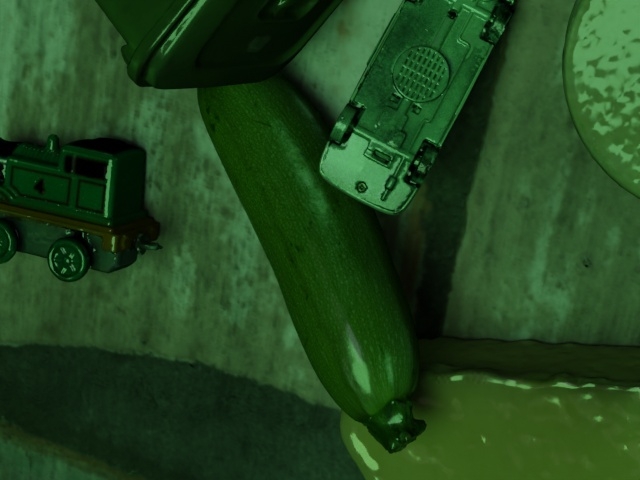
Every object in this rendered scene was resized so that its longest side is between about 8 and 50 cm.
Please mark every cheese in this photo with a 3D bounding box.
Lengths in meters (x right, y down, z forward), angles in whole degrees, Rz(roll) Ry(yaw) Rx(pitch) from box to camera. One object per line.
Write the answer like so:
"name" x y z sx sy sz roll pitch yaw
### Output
"cheese" 0.215 0.263 1.739 0.384 0.104 0.384 9 113 22

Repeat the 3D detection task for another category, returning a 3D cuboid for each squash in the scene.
"squash" 0.000 0.000 1.698 0.107 0.107 0.395 -35 69 31

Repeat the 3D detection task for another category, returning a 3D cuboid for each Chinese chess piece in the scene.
"Chinese chess piece" 0.316 -0.139 1.542 0.250 0.101 0.250 9 112 22

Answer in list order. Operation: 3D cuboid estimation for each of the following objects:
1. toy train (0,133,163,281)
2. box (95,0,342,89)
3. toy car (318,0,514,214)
"toy train" -0.249 -0.039 1.857 0.227 0.091 0.136 15 104 21
"box" -0.049 -0.288 1.567 0.178 0.253 0.329 46 112 13
"toy car" 0.083 -0.133 1.649 0.090 0.076 0.224 28 88 3
